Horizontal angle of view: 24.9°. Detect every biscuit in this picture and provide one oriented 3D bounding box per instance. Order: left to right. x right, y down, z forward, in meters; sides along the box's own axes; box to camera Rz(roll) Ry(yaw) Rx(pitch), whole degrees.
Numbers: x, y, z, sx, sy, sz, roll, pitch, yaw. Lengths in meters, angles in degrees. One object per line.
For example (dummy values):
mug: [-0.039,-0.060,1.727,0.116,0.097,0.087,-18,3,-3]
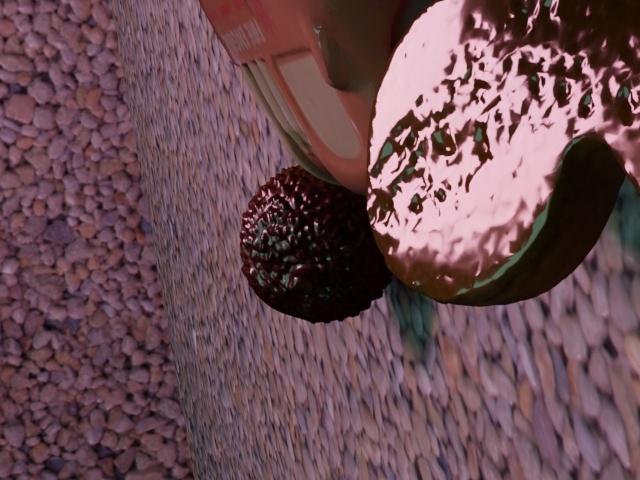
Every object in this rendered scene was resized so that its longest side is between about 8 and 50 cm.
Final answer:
biscuit: [0.111,-0.087,0.424,0.301,0.049,0.197,-48,44,37]

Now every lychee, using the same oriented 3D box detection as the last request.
lychee: [-0.003,-0.002,1.061,0.129,0.123,0.123,-104,10,-50]

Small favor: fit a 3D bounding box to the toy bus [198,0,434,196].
toy bus: [0.041,-0.119,0.638,0.288,0.194,0.232,-161,53,-74]
